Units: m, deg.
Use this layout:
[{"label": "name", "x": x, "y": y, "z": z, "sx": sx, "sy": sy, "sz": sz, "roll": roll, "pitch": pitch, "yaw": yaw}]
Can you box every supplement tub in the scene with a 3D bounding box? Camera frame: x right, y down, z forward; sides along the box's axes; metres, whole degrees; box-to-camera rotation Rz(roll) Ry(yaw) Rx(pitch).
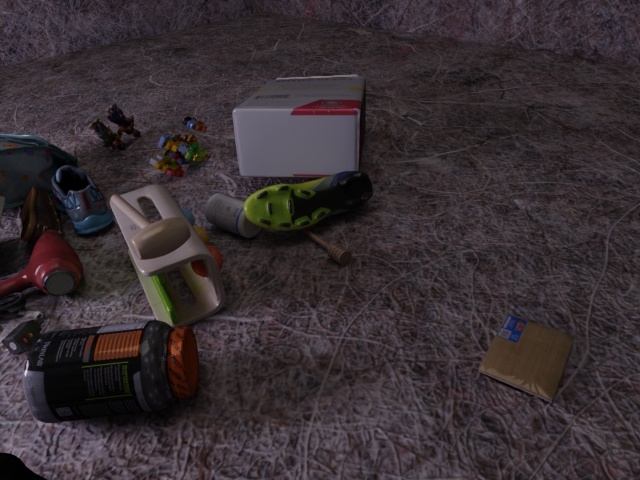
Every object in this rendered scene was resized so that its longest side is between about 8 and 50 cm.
[{"label": "supplement tub", "x": -0.263, "y": 0.168, "z": 0.619, "sx": 0.190, "sy": 0.117, "sz": 0.117, "roll": -5, "pitch": 35, "yaw": -2}, {"label": "supplement tub", "x": -0.174, "y": -0.052, "z": 0.964, "sx": 0.107, "sy": 0.071, "sz": 0.071, "roll": 20, "pitch": 42, "yaw": 31}]

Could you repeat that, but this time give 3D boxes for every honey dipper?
[{"label": "honey dipper", "x": 0.000, "y": 0.000, "z": 0.910, "sx": 0.030, "sy": 0.031, "sz": 0.160, "roll": -24, "pitch": 36, "yaw": -26}]

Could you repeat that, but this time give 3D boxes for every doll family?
[{"label": "doll family", "x": -0.586, "y": -0.321, "z": 1.368, "sx": 0.076, "sy": 0.111, "sz": 0.193, "roll": -21, "pitch": 34, "yaw": 40}]

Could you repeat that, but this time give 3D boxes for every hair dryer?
[{"label": "hair dryer", "x": -0.530, "y": 0.069, "z": 0.821, "sx": 0.223, "sy": 0.080, "sz": 0.294, "roll": 1, "pitch": 35, "yaw": 9}]

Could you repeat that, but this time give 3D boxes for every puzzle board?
[{"label": "puzzle board", "x": 0.290, "y": 0.160, "z": 0.664, "sx": 0.096, "sy": 0.011, "sz": 0.128, "roll": 18, "pitch": 40, "yaw": 30}]

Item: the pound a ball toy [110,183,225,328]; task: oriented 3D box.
[{"label": "pound a ball toy", "x": -0.252, "y": -0.008, "z": 0.790, "sx": 0.135, "sy": 0.208, "sz": 0.319, "roll": -22, "pitch": 38, "yaw": -23}]

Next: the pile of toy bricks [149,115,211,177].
[{"label": "pile of toy bricks", "x": -0.339, "y": -0.240, "z": 1.240, "sx": 0.105, "sy": 0.118, "sz": 0.212, "roll": 31, "pitch": 28, "yaw": -5}]

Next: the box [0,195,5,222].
[{"label": "box", "x": -0.753, "y": -0.039, "z": 0.834, "sx": 0.311, "sy": 0.121, "sz": 0.148, "roll": 16, "pitch": 22, "yaw": -33}]

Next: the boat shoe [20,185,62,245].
[{"label": "boat shoe", "x": -0.595, "y": -0.048, "z": 1.015, "sx": 0.073, "sy": 0.073, "sz": 0.207, "roll": 19, "pitch": 22, "yaw": -39}]

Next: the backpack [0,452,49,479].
[{"label": "backpack", "x": -0.296, "y": 0.307, "z": 0.327, "sx": 0.263, "sy": 0.277, "sz": 0.213, "roll": -29, "pitch": 55, "yaw": -26}]

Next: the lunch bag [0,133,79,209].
[{"label": "lunch bag", "x": -0.752, "y": -0.172, "z": 1.128, "sx": 0.223, "sy": 0.160, "sz": 0.262, "roll": 7, "pitch": 25, "yaw": 22}]

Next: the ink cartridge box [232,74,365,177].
[{"label": "ink cartridge box", "x": -0.028, "y": -0.298, "z": 1.192, "sx": 0.279, "sy": 0.161, "sz": 0.385, "roll": 1, "pitch": 29, "yaw": 8}]

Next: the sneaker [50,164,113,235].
[{"label": "sneaker", "x": -0.536, "y": -0.118, "z": 1.050, "sx": 0.104, "sy": 0.125, "sz": 0.261, "roll": -28, "pitch": 41, "yaw": -31}]

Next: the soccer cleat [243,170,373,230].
[{"label": "soccer cleat", "x": -0.026, "y": -0.078, "z": 0.970, "sx": 0.289, "sy": 0.094, "sz": 0.121, "roll": -16, "pitch": 5, "yaw": -27}]
